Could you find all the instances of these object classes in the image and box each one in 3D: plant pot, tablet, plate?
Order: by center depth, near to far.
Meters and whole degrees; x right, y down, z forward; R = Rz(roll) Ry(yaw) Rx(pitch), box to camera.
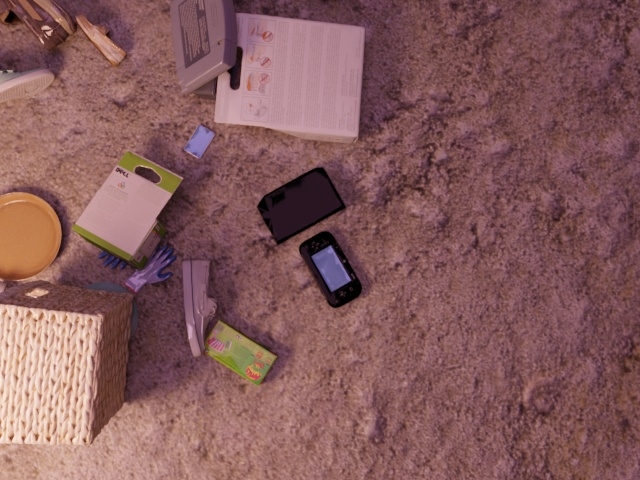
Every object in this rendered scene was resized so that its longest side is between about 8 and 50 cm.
[{"bbox_3d":[-0.578,0.203,1.762,0.188,0.024,0.188,0,84,-1],"label":"plate"},{"bbox_3d":[-0.803,-0.010,1.773,0.236,0.032,0.237,0,83,-2],"label":"plant pot"},{"bbox_3d":[-0.331,-0.271,1.826,0.054,0.006,0.083,30,85,1],"label":"tablet"}]

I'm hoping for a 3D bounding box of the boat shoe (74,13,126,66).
[{"bbox_3d":[-0.598,-0.556,1.824,0.059,0.063,0.170,-42,96,-8],"label":"boat shoe"}]

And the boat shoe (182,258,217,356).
[{"bbox_3d":[-0.308,0.169,1.728,0.084,0.095,0.258,-5,76,-8],"label":"boat shoe"}]

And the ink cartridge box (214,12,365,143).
[{"bbox_3d":[-0.078,-0.435,1.798,0.384,0.091,0.308,5,85,-5],"label":"ink cartridge box"}]

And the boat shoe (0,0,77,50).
[{"bbox_3d":[-0.828,-0.647,1.789,0.355,0.132,0.130,37,84,4],"label":"boat shoe"}]

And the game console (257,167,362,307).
[{"bbox_3d":[0.000,0.000,1.789,0.213,0.044,0.361,-29,86,-4],"label":"game console"}]

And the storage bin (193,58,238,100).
[{"bbox_3d":[-0.287,-0.441,1.809,0.091,0.098,0.135,6,84,27],"label":"storage bin"}]

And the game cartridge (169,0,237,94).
[{"bbox_3d":[-0.308,-0.556,1.759,0.198,0.062,0.297,-19,70,29],"label":"game cartridge"}]

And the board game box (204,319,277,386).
[{"bbox_3d":[-0.213,0.294,1.752,0.181,0.043,0.092,32,85,2],"label":"board game box"}]

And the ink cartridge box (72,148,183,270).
[{"bbox_3d":[-0.487,-0.080,1.744,0.188,0.097,0.255,27,75,12],"label":"ink cartridge box"}]

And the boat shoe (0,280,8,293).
[{"bbox_3d":[-0.850,0.239,1.720,0.088,0.096,0.268,23,77,-27],"label":"boat shoe"}]

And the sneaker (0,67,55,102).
[{"bbox_3d":[-0.855,-0.454,1.788,0.255,0.094,0.151,-19,82,-5],"label":"sneaker"}]

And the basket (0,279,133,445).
[{"bbox_3d":[-0.620,0.286,1.584,0.266,0.328,0.332,7,94,-3],"label":"basket"}]

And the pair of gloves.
[{"bbox_3d":[-0.487,0.044,1.781,0.198,0.023,0.159,44,85,4],"label":"pair of gloves"}]
